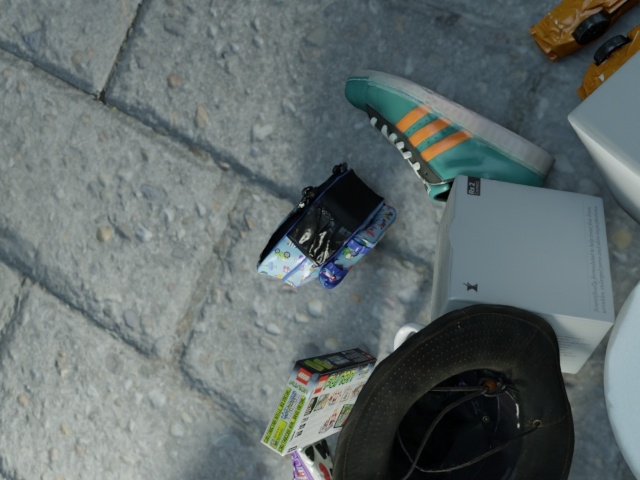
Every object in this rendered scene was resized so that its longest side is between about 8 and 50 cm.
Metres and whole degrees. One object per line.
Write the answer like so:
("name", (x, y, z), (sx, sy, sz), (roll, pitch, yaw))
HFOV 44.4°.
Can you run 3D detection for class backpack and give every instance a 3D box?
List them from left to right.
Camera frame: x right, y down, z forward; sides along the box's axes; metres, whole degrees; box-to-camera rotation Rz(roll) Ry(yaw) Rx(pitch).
("backpack", (0.000, 0.000, 1.072), (0.117, 0.158, 0.173), (43, 118, 1))

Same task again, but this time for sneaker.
("sneaker", (-0.022, 0.324, 1.110), (0.071, 0.068, 0.170), (-34, 75, 24))
("sneaker", (0.146, -0.124, 1.035), (0.302, 0.108, 0.121), (30, 95, 20))

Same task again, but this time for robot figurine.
("robot figurine", (0.411, -0.289, 0.935), (0.291, 0.085, 0.211), (-36, 67, 18))

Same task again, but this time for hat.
("hat", (0.122, 0.210, 0.858), (0.134, 0.331, 0.331), (26, 99, 57))

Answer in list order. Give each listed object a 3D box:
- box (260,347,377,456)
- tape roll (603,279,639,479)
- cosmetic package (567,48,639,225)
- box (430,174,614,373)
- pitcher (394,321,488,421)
("box", (0.004, 0.205, 1.026), (0.036, 0.207, 0.114), (26, 97, 22))
("tape roll", (0.522, 0.166, 0.876), (0.392, 0.072, 0.392), (-1, 87, 23))
("cosmetic package", (0.497, -0.186, 0.781), (0.453, 0.230, 0.161), (-43, 51, 9))
("box", (0.228, 0.038, 0.916), (0.181, 0.119, 0.181), (9, 54, 2))
("pitcher", (0.164, 0.206, 1.015), (0.177, 0.125, 0.207), (-10, 82, 55))
